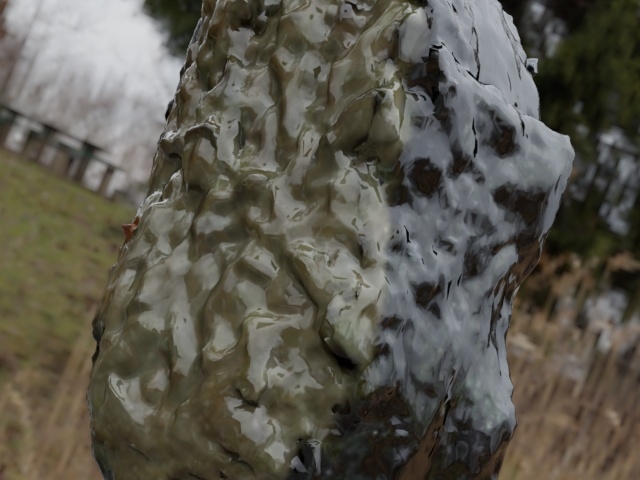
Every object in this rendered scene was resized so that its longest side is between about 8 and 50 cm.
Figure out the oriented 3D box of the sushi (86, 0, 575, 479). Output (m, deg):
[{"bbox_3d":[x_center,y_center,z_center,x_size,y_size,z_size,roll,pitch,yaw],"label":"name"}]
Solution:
[{"bbox_3d":[0.000,0.000,0.858,0.210,0.350,0.171,1,-19,34],"label":"sushi"}]
